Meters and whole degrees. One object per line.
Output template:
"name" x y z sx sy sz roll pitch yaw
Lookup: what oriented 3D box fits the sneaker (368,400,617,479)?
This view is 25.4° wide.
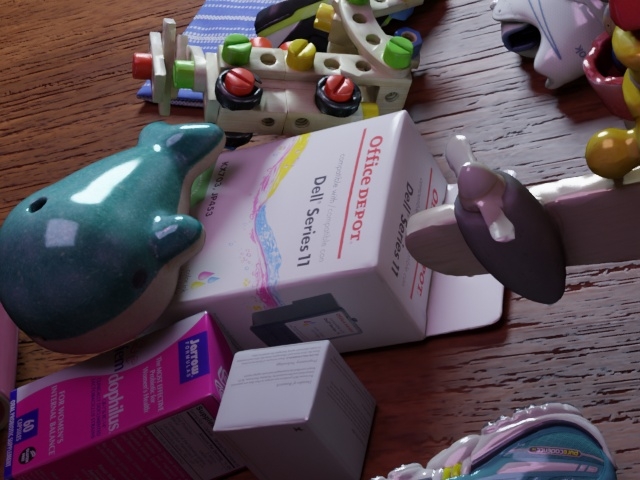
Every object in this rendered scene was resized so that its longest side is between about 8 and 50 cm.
"sneaker" 0.104 0.227 1.103 0.275 0.107 0.110 -31 50 4

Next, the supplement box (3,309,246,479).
"supplement box" -0.173 0.173 1.329 0.220 0.114 0.111 -22 41 11

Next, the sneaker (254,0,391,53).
"sneaker" 0.035 -0.247 1.640 0.234 0.097 0.084 -19 2 -8

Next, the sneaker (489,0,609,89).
"sneaker" 0.229 -0.272 1.504 0.129 0.111 0.297 -35 39 8

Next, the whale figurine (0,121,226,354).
"whale figurine" -0.201 -0.026 1.339 0.216 0.141 0.272 7 55 41

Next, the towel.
"towel" -0.063 -0.297 1.773 0.243 0.040 0.336 8 56 40

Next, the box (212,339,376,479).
"box" -0.021 0.155 1.251 0.102 0.101 0.087 -10 46 28

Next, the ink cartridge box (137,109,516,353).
"ink cartridge box" 0.000 0.000 1.374 0.353 0.119 0.207 -12 45 26

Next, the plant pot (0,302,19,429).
"plant pot" -0.401 0.112 1.496 0.201 0.201 0.180 -24 57 12

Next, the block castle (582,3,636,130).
"block castle" 0.476 -0.223 1.203 0.453 0.213 0.303 -2 49 33

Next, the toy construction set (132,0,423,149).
"toy construction set" -0.040 -0.189 1.500 0.327 0.151 0.215 -7 52 -1

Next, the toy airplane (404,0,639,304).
"toy airplane" 0.292 -0.040 1.029 0.386 0.384 0.272 -61 -1 33
